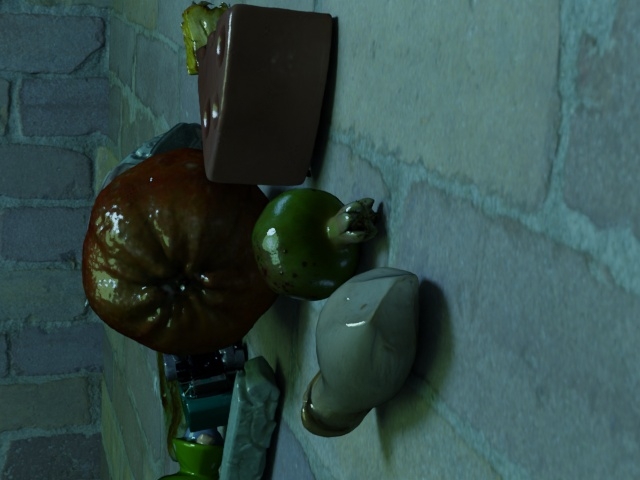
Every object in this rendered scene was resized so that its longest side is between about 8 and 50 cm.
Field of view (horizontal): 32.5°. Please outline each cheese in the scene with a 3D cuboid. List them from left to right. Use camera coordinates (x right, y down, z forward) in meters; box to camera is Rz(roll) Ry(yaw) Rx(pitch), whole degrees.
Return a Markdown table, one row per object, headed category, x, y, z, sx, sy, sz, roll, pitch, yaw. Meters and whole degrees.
| category | x | y | z | sx | sy | sz | roll | pitch | yaw |
| --- | --- | --- | --- | --- | --- | --- | --- | --- | --- |
| cheese | -0.056 | -0.189 | 1.208 | 0.177 | 0.128 | 0.203 | 115 | 153 | -51 |

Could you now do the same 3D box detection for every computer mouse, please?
| category | x | y | z | sx | sy | sz | roll | pitch | yaw |
| --- | --- | --- | --- | --- | --- | --- | --- | --- | --- |
| computer mouse | -0.246 | -0.024 | 1.537 | 0.199 | 0.115 | 0.389 | 65 | -144 | -30 |

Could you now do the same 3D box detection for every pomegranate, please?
| category | x | y | z | sx | sy | sz | roll | pitch | yaw |
| --- | --- | --- | --- | --- | --- | --- | --- | --- | --- |
| pomegranate | 0.000 | 0.000 | 1.067 | 0.142 | 0.114 | 0.115 | -22 | 67 | 44 |

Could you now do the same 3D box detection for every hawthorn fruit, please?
| category | x | y | z | sx | sy | sz | roll | pitch | yaw |
| --- | --- | --- | --- | --- | --- | --- | --- | --- | --- |
| hawthorn fruit | -0.164 | 0.007 | 1.324 | 0.258 | 0.258 | 0.262 | 107 | 161 | -43 |

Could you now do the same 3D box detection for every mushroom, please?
| category | x | y | z | sx | sy | sz | roll | pitch | yaw |
| --- | --- | --- | --- | --- | --- | --- | --- | --- | --- |
| mushroom | 0.035 | 0.098 | 0.965 | 0.212 | 0.088 | 0.097 | 104 | 168 | -54 |

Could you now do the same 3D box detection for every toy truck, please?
| category | x | y | z | sx | sy | sz | roll | pitch | yaw |
| --- | --- | --- | --- | --- | --- | --- | --- | --- | --- |
| toy truck | -0.177 | 0.173 | 1.618 | 0.253 | 0.114 | 0.124 | -117 | 21 | -56 |

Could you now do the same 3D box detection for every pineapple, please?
| category | x | y | z | sx | sy | sz | roll | pitch | yaw |
| --- | --- | --- | --- | --- | --- | --- | --- | --- | --- |
| pineapple | -0.171 | -0.293 | 1.674 | 0.137 | 0.069 | 0.116 | 97 | 158 | -51 |

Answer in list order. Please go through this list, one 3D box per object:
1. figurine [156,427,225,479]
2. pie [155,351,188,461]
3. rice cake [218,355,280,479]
| category | x | y | z | sx | sy | sz | roll | pitch | yaw |
| --- | --- | --- | --- | --- | --- | --- | --- | --- | --- |
| figurine | -0.194 | 0.374 | 1.639 | 0.162 | 0.143 | 0.263 | 147 | 132 | -74 |
| pie | -0.237 | 0.233 | 1.872 | 0.302 | 0.066 | 0.303 | 179 | 90 | -73 |
| rice cake | -0.103 | 0.301 | 1.452 | 0.066 | 0.063 | 0.336 | -110 | 25 | -55 |
